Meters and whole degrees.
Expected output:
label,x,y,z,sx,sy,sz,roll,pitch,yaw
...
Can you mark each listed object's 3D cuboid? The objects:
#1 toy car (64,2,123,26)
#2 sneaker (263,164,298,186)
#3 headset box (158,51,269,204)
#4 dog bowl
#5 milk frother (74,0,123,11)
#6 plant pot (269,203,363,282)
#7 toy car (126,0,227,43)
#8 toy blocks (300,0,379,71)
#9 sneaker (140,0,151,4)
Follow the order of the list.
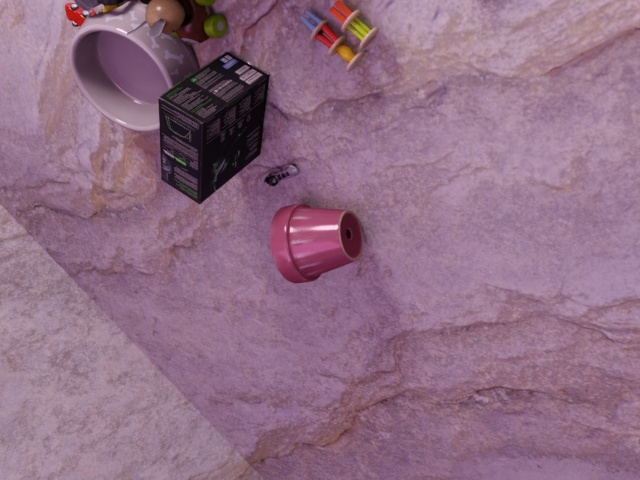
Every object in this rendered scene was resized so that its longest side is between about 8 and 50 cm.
label,x,y,z,sx,sy,sz,roll,pitch,yaw
toy car,-0.558,-0.538,1.803,0.239,0.053,0.225,9,131,39
sneaker,-0.106,-0.159,1.726,0.098,0.069,0.038,-9,119,47
headset box,-0.256,-0.261,1.625,0.131,0.246,0.283,32,143,15
dog bowl,-0.484,-0.430,1.732,0.349,0.102,0.349,15,137,15
milk frother,-0.514,-0.636,1.598,0.129,0.135,0.143,14,134,33
plant pot,0.000,0.000,1.695,0.180,0.201,0.201,-8,120,30
toy car,-0.338,-0.494,1.524,0.155,0.188,0.149,13,133,35
toy blocks,0.032,-0.428,1.353,0.148,0.054,0.123,42,144,3
sneaker,-0.410,-0.649,1.555,0.081,0.080,0.211,52,154,35
